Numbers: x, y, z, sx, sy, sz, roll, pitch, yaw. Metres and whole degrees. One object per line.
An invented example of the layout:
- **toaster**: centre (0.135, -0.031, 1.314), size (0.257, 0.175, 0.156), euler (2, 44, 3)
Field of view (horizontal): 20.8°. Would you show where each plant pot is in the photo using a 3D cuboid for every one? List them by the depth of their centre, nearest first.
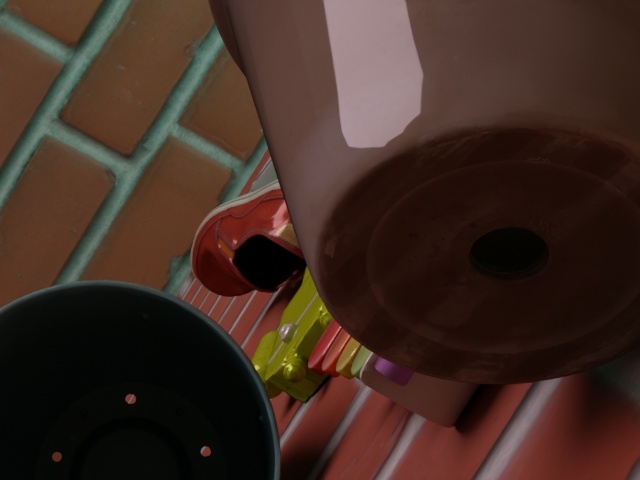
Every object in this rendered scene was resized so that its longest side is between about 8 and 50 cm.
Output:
- **plant pot**: centre (0.094, -0.090, 0.912), size (0.323, 0.323, 0.280), euler (-52, 27, 40)
- **plant pot**: centre (-0.176, 0.195, 1.477), size (0.293, 0.293, 0.235), euler (-59, -6, -9)

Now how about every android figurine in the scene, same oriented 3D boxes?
- **android figurine**: centre (0.010, 0.051, 1.673), size (0.248, 0.056, 0.273), euler (-55, 6, 23)

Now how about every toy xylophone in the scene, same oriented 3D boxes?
- **toy xylophone**: centre (0.090, 0.011, 1.198), size (0.236, 0.081, 0.322), euler (-58, 8, -3)

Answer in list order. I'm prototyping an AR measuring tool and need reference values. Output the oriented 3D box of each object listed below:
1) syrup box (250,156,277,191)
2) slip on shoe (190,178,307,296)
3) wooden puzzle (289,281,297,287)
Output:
- **syrup box**: centre (0.011, -0.136, 2.219), size (0.093, 0.096, 0.237), euler (-49, 7, 47)
- **slip on shoe**: centre (-0.077, 0.014, 2.088), size (0.331, 0.123, 0.101), euler (-29, 36, 59)
- **wooden puzzle**: centre (0.000, 0.000, 2.105), size (0.116, 0.014, 0.078), euler (-56, 12, 21)
